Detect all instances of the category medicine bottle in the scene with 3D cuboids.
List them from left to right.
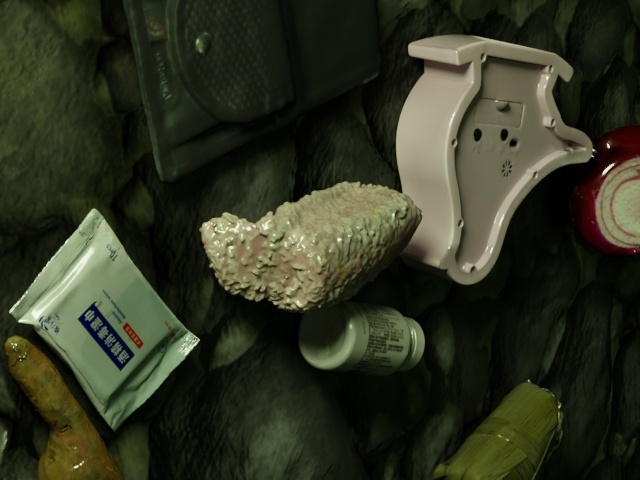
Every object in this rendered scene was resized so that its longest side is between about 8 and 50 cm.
[{"bbox_3d":[0.048,0.106,1.549,0.140,0.079,0.079,11,93,-49],"label":"medicine bottle"}]

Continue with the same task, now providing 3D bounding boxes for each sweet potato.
[{"bbox_3d":[-0.221,0.201,1.290,0.075,0.075,0.269,-35,123,-36],"label":"sweet potato"}]

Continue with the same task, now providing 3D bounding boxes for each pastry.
[{"bbox_3d":[0.007,0.006,1.453,0.265,0.112,0.103,-16,124,-43],"label":"pastry"}]

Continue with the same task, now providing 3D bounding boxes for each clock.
[{"bbox_3d":[0.203,-0.095,1.659,0.290,0.080,0.275,-4,105,-46],"label":"clock"}]

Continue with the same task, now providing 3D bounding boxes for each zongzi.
[{"bbox_3d":[0.248,0.301,1.820,0.205,0.094,0.204,-44,134,-30],"label":"zongzi"}]

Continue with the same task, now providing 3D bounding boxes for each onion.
[{"bbox_3d":[0.369,-0.082,1.826,0.198,0.135,0.173,39,89,-7],"label":"onion"}]

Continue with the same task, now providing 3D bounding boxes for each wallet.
[{"bbox_3d":[-0.057,-0.220,1.368,0.323,0.041,0.247,-32,125,-40],"label":"wallet"}]

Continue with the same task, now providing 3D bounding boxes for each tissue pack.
[{"bbox_3d":[-0.196,0.078,1.313,0.122,0.026,0.193,-53,134,-22],"label":"tissue pack"}]
